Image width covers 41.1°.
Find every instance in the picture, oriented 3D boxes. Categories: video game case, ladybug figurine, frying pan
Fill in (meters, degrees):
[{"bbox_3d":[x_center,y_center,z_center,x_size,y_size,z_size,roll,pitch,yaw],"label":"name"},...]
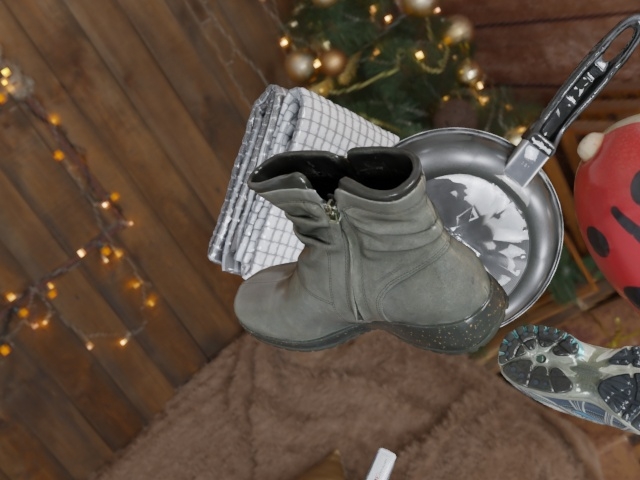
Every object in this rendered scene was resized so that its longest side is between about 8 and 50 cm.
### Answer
[{"bbox_3d":[0.020,0.315,0.842,0.022,0.190,0.173,23,56,10],"label":"video game case"},{"bbox_3d":[0.503,0.021,1.074,0.162,0.449,0.305,-42,-15,-45],"label":"ladybug figurine"},{"bbox_3d":[0.173,-0.030,0.744,0.326,0.197,0.053,-28,12,12],"label":"frying pan"}]

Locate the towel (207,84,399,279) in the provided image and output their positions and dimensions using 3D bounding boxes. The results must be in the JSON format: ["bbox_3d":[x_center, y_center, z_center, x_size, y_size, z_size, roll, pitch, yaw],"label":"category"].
[{"bbox_3d":[-0.022,-0.058,1.237,0.121,0.235,0.283,16,88,42],"label":"towel"}]

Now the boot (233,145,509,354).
[{"bbox_3d":[0.000,0.000,0.598,0.247,0.161,0.083,-4,45,43],"label":"boot"}]

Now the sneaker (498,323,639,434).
[{"bbox_3d":[0.370,0.187,1.094,0.283,0.122,0.110,20,74,20],"label":"sneaker"}]
